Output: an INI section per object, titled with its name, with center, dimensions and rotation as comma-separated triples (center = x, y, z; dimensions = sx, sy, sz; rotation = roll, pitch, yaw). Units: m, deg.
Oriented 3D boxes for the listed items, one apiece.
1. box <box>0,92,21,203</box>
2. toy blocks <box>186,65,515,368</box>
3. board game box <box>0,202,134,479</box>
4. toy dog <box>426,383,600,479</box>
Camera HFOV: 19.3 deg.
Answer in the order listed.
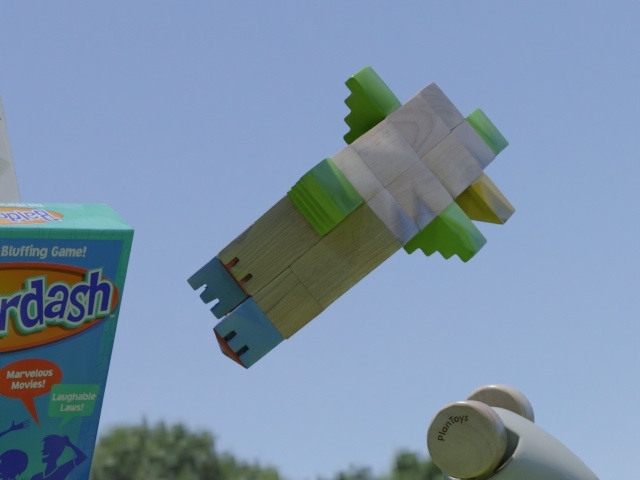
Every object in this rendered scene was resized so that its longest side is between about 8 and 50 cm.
[box]
center = -0.280, -0.024, 1.509
dimensions = 0.063, 0.324, 0.067
rotation = 11, -43, -35
[toy blocks]
center = 0.000, 0.000, 1.728
dimensions = 0.261, 0.190, 0.381
rotation = -40, 0, 27
[board game box]
center = -0.202, 0.082, 1.073
dimensions = 0.160, 0.210, 0.047
rotation = 0, 21, -32
[toy dog]
center = 0.231, 0.296, 2.010
dimensions = 0.220, 0.334, 0.161
rotation = 14, -67, -46
